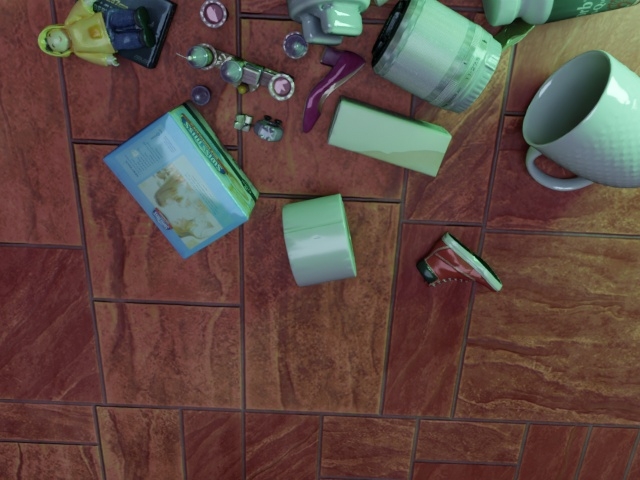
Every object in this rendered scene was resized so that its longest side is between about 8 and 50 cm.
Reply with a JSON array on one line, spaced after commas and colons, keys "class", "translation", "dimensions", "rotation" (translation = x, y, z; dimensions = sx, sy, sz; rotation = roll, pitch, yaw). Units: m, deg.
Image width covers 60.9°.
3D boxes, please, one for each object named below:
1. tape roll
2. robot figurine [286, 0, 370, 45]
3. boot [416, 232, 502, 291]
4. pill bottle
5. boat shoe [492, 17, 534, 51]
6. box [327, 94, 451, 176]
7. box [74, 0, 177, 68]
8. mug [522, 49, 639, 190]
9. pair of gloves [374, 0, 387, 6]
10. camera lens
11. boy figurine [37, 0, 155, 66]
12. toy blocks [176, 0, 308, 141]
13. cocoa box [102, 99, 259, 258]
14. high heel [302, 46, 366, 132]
[{"class": "tape roll", "translation": [0.000, 0.000, 1.565], "dimensions": [0.169, 0.246, 0.246], "rotation": [-11, 112, 5]}, {"class": "robot figurine", "translation": [0.007, -0.654, 1.295], "dimensions": [0.300, 0.200, 0.353], "rotation": [-4, 96, 48]}, {"class": "boot", "translation": [0.425, 0.113, 1.694], "dimensions": [0.244, 0.088, 0.176], "rotation": [38, 108, -5]}, {"class": "pill bottle", "translation": [0.590, -0.643, 1.314], "dimensions": [0.363, 0.210, 0.210], "rotation": [-10, 112, 5]}, {"class": "boat shoe", "translation": [0.504, -0.544, 1.448], "dimensions": [0.153, 0.048, 0.056], "rotation": [-41, 83, 9]}, {"class": "box", "translation": [0.182, -0.290, 1.498], "dimensions": [0.311, 0.148, 0.121], "rotation": [17, 112, -4]}, {"class": "box", "translation": [-0.519, -0.586, 1.430], "dimensions": [0.233, 0.059, 0.183], "rotation": [25, 110, -9]}, {"class": "mug", "translation": [0.729, -0.265, 1.459], "dimensions": [0.328, 0.276, 0.374], "rotation": [27, 140, -17]}, {"class": "pair of gloves", "translation": [0.204, -0.706, 1.311], "dimensions": [0.204, 0.042, 0.240], "rotation": [-29, 139, -10]}, {"class": "camera lens", "translation": [0.283, -0.474, 1.381], "dimensions": [0.274, 0.219, 0.219], "rotation": [26, 110, -10]}, {"class": "boy figurine", "translation": [-0.574, -0.528, 1.376], "dimensions": [0.286, 0.092, 0.177], "rotation": [-6, 116, 2]}, {"class": "toy blocks", "translation": [-0.201, -0.414, 1.389], "dimensions": [0.289, 0.260, 0.308], "rotation": [18, 111, -7]}, {"class": "cocoa box", "translation": [-0.370, -0.171, 1.507], "dimensions": [0.232, 0.228, 0.347], "rotation": [-31, 108, 12]}, {"class": "high heel", "translation": [0.032, -0.399, 1.490], "dimensions": [0.117, 0.082, 0.243], "rotation": [21, 98, 3]}]
